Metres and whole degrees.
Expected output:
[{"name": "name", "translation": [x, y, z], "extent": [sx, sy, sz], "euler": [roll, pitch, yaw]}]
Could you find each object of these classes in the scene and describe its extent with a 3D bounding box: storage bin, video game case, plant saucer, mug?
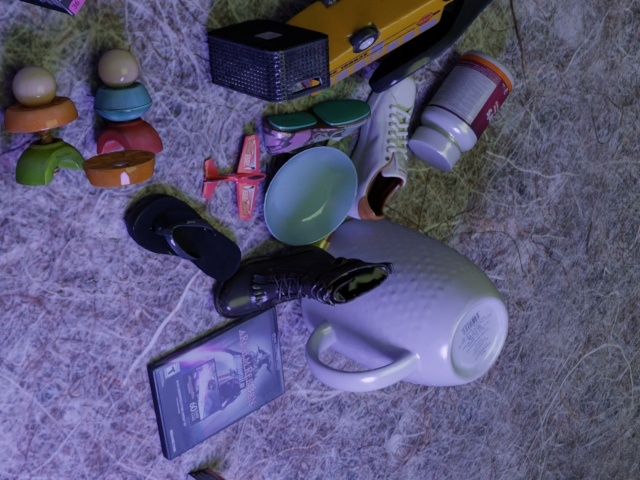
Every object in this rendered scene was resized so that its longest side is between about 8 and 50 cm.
[{"name": "storage bin", "translation": [-0.082, -0.286, 1.748], "extent": [0.122, 0.180, 0.084], "euler": [-23, 121, -36]}, {"name": "video game case", "translation": [-0.181, 0.252, 1.999], "extent": [0.274, 0.026, 0.196], "euler": [-26, 124, -34]}, {"name": "plant saucer", "translation": [-0.024, -0.084, 1.981], "extent": [0.195, 0.037, 0.195], "euler": [-17, 125, -26]}, {"name": "mug", "translation": [0.138, 0.151, 2.045], "extent": [0.374, 0.328, 0.276], "euler": [-34, 128, -30]}]

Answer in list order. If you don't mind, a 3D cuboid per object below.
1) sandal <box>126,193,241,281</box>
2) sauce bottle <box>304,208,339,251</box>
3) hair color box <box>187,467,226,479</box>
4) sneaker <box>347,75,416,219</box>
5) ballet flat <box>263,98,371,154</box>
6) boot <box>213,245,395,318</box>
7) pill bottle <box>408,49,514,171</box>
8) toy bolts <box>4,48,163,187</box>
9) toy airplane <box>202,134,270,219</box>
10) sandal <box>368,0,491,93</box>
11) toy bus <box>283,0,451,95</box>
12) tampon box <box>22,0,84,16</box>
[{"name": "sandal", "translation": [-0.212, -0.004, 1.833], "extent": [0.254, 0.054, 0.097], "euler": [28, 87, -47]}, {"name": "sauce bottle", "translation": [0.000, 0.000, 2.055], "extent": [0.042, 0.042, 0.128], "euler": [39, 79, -46]}, {"name": "hair color box", "translation": [-0.207, 0.516, 2.036], "extent": [0.053, 0.093, 0.167], "euler": [-8, 113, -44]}, {"name": "sneaker", "translation": [0.133, -0.170, 2.054], "extent": [0.106, 0.123, 0.290], "euler": [18, 94, -46]}, {"name": "ballet flat", "translation": [-0.010, -0.194, 1.948], "extent": [0.221, 0.077, 0.079], "euler": [-17, 137, -34]}, {"name": "boot", "translation": [-0.032, 0.074, 1.895], "extent": [0.263, 0.229, 0.091], "euler": [-24, 108, -23]}, {"name": "pill bottle", "translation": [0.272, -0.251, 2.156], "extent": [0.221, 0.121, 0.121], "euler": [-55, 136, -12]}, {"name": "toy bolts", "translation": [-0.308, -0.182, 1.574], "extent": [0.228, 0.218, 0.158], "euler": [-34, 124, -53]}, {"name": "toy airplane", "translation": [-0.145, -0.104, 1.876], "extent": [0.151, 0.028, 0.151], "euler": [-18, 118, -39]}, {"name": "sandal", "translation": [0.214, -0.427, 2.025], "extent": [0.107, 0.167, 0.446], "euler": [50, 64, -15]}, {"name": "toy bus", "translation": [0.099, -0.380, 1.849], "extent": [0.332, 0.108, 0.130], "euler": [-32, 166, -10]}, {"name": "tampon box", "translation": [-0.362, -0.379, 1.445], "extent": [0.101, 0.161, 0.120], "euler": [40, 78, -46]}]
